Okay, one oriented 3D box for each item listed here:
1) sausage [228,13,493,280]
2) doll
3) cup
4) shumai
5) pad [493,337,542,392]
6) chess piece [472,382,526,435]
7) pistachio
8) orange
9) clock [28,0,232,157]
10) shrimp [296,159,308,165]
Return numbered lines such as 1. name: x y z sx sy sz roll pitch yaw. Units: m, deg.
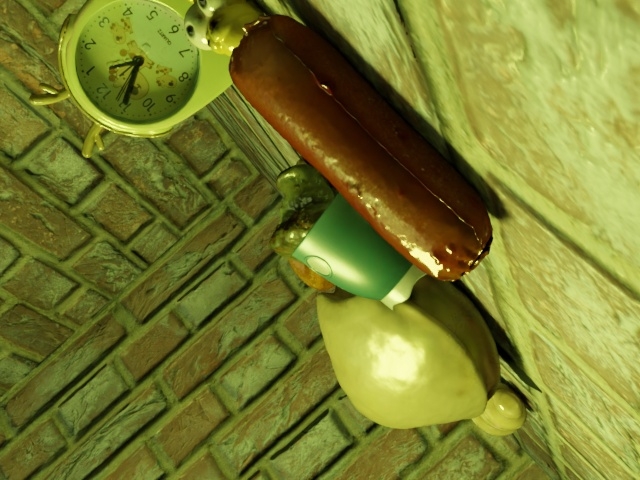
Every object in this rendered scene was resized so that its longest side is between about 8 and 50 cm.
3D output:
1. sausage: 0.039 -0.095 0.769 0.330 0.102 0.102 47 177 10
2. doll: -0.070 -0.219 0.905 0.291 0.086 0.117 49 138 16
3. cup: 0.074 0.010 1.149 0.173 0.167 0.299 40 152 0
4. shumai: 0.030 -0.055 1.524 0.272 0.203 0.222 9 163 21
5. pad: 0.347 0.219 1.452 0.157 0.003 0.112 48 178 -1
6. chess piece: 0.418 0.388 1.795 0.307 0.124 0.138 74 -175 -77
7. pistachio: 0.152 0.184 1.408 0.365 0.281 0.445 39 157 12
8. orange: 0.000 0.000 2.048 0.249 0.183 0.249 45 158 24
9. clock: -0.287 -0.273 1.187 0.235 0.308 0.096 50 176 -27
10. shrimp: -0.005 -0.106 1.854 0.145 0.059 0.254 50 178 29
